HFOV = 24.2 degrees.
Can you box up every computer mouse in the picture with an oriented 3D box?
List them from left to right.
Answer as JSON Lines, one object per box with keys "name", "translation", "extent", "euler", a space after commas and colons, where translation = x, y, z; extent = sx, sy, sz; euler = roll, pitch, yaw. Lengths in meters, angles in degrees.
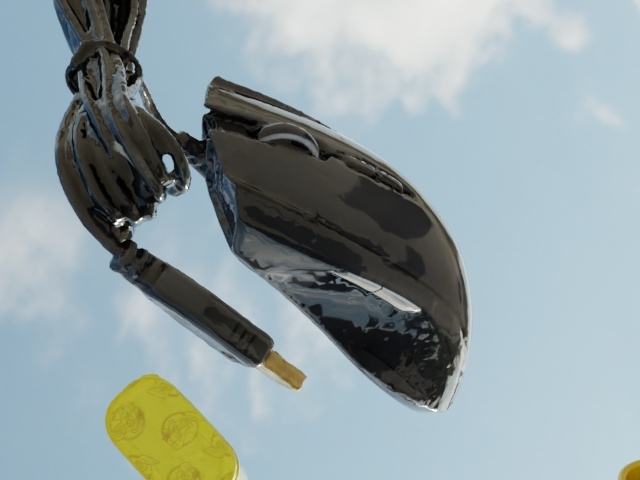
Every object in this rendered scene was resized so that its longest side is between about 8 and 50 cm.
{"name": "computer mouse", "translation": [0.000, 0.000, 0.581], "extent": [0.262, 0.060, 0.184], "euler": [45, -160, -31]}

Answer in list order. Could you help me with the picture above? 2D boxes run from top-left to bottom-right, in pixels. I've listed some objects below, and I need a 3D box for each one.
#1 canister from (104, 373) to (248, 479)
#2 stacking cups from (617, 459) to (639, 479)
{"name": "canister", "translation": [-0.125, 0.192, 1.349], "extent": [0.126, 0.073, 0.170], "euler": [45, 172, 12]}
{"name": "stacking cups", "translation": [0.288, 0.344, 1.258], "extent": [0.096, 0.096, 0.316], "euler": [-26, -58, -54]}
